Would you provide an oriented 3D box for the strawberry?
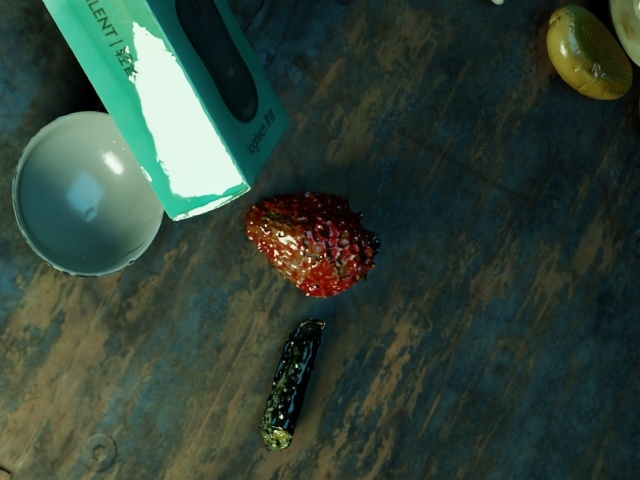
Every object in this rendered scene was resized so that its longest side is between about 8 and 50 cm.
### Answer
[{"bbox_3d":[0.003,0.000,1.695,0.140,0.085,0.192,-45,114,-22],"label":"strawberry"}]

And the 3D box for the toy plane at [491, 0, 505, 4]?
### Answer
[{"bbox_3d":[0.235,-0.389,1.829,0.171,0.162,0.065,42,38,-64],"label":"toy plane"}]

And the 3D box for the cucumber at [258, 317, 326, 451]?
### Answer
[{"bbox_3d":[-0.036,0.185,1.697,0.053,0.053,0.181,28,74,-32],"label":"cucumber"}]

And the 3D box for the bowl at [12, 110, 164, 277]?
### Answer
[{"bbox_3d":[-0.280,-0.052,1.494,0.189,0.086,0.189,0,91,-34],"label":"bowl"}]

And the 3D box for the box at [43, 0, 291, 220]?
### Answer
[{"bbox_3d":[-0.169,-0.208,1.489,0.311,0.118,0.205,62,23,-20],"label":"box"}]

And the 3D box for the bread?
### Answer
[{"bbox_3d":[0.400,-0.280,1.961,0.189,0.077,0.114,38,52,-37],"label":"bread"}]

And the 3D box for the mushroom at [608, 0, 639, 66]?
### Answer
[{"bbox_3d":[0.539,-0.353,1.918,0.244,0.243,0.243,-2,93,-35],"label":"mushroom"}]
